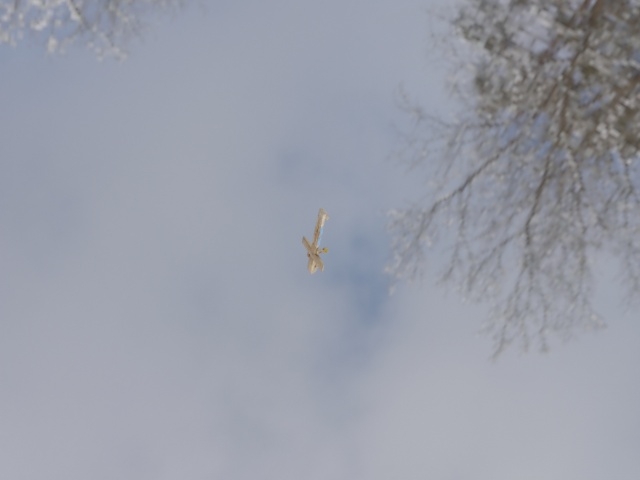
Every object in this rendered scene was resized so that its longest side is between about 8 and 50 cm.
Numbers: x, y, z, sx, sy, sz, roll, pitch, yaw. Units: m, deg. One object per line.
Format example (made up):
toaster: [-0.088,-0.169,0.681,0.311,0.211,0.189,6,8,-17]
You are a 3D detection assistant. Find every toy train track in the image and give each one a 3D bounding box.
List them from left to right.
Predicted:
toy train track: [0.000,0.000,1.293,0.014,0.083,0.048,-13,-133,-25]
